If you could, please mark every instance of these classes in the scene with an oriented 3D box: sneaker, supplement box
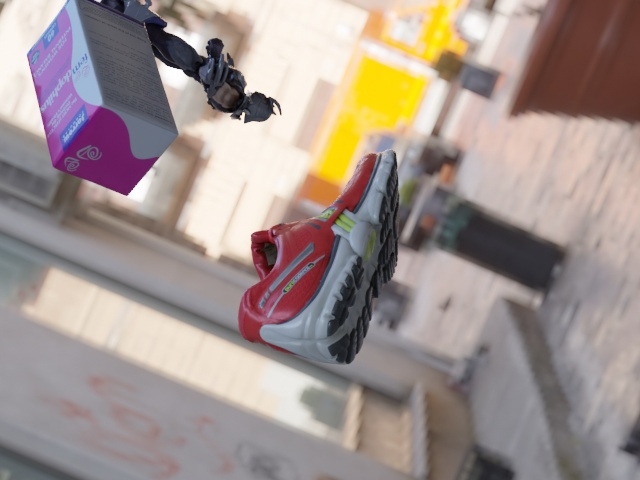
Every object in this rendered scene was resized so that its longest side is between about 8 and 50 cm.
[{"bbox_3d":[0.000,0.000,1.538,0.279,0.118,0.107,-61,-27,-55],"label":"sneaker"},{"bbox_3d":[-0.261,-0.175,2.094,0.111,0.114,0.220,-48,42,25],"label":"supplement box"}]

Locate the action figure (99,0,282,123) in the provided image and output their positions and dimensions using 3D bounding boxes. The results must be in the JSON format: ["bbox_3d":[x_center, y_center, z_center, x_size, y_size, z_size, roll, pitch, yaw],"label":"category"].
[{"bbox_3d":[-0.173,-0.243,2.369,0.099,0.285,0.185,-59,5,-5],"label":"action figure"}]
